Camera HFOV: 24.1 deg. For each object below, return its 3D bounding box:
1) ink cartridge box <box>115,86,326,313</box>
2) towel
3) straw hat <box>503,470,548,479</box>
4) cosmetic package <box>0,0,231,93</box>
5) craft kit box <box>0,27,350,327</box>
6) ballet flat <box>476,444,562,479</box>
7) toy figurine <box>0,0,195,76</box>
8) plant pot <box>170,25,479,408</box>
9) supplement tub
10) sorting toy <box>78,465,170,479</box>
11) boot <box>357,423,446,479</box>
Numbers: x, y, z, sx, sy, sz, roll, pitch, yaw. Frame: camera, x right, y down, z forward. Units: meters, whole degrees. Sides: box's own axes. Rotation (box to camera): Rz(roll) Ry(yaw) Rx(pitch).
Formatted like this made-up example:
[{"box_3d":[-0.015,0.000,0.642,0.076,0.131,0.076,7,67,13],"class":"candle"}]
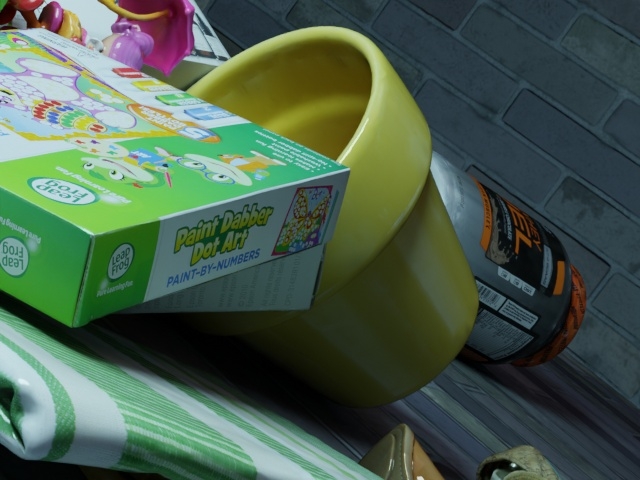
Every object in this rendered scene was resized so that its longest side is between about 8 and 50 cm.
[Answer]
[{"box_3d":[-0.194,-0.040,0.978,0.307,0.072,0.303,-1,25,-25],"class":"ink cartridge box"},{"box_3d":[-0.093,0.084,0.758,0.248,0.038,0.325,25,-3,41],"class":"towel"},{"box_3d":[0.154,0.233,1.027,0.144,0.061,0.144,35,24,-18],"class":"straw hat"},{"box_3d":[-0.183,-0.167,1.193,0.239,0.060,0.099,4,44,-49],"class":"cosmetic package"},{"box_3d":[-0.149,-0.049,0.835,0.250,0.061,0.246,25,24,23],"class":"craft kit box"},{"box_3d":[0.191,0.239,1.229,0.067,0.073,0.206,1,21,-27],"class":"ballet flat"},{"box_3d":[-0.163,-0.152,1.047,0.159,0.173,0.130,23,-19,-31],"class":"toy figurine"},{"box_3d":[0.000,0.000,1.191,0.239,0.254,0.254,50,-2,-35],"class":"plant pot"},{"box_3d":[0.184,0.033,1.933,0.338,0.207,0.207,30,9,-41],"class":"supplement tub"},{"box_3d":[-0.002,0.180,0.673,0.348,0.047,0.196,39,8,30],"class":"sorting toy"},{"box_3d":[0.089,0.201,0.937,0.152,0.073,0.197,40,8,-13],"class":"boot"}]
